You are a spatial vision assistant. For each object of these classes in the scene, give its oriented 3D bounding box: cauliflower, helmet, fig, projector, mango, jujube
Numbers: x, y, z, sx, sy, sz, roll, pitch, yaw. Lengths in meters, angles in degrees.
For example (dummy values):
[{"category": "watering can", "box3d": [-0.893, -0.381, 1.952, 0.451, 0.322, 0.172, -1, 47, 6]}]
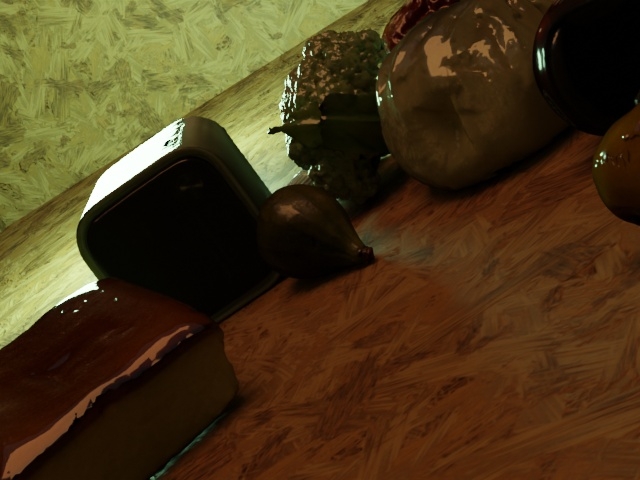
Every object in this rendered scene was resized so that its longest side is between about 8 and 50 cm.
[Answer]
[{"category": "cauliflower", "box3d": [0.071, -0.180, 2.056, 0.239, 0.315, 0.256, 128, 141, -53]}, {"category": "helmet", "box3d": [0.347, -0.221, 1.569, 0.216, 0.189, 0.193, -46, 14, -8]}, {"category": "fig", "box3d": [0.005, -0.004, 1.856, 0.184, 0.133, 0.126, 13, 17, 19]}, {"category": "projector", "box3d": [-0.206, -0.021, 2.054, 0.248, 0.248, 0.249, -34, 15, 6]}, {"category": "mango", "box3d": [0.335, -0.069, 1.191, 0.156, 0.151, 0.248, -4, 5, -13]}, {"category": "jujube", "box3d": [0.212, -0.358, 2.331, 0.250, 0.174, 0.174, -40, 15, -30]}]

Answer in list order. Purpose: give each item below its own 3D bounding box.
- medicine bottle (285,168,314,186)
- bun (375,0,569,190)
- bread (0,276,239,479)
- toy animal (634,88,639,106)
[{"category": "medicine bottle", "box3d": [0.015, -0.109, 2.163, 0.203, 0.083, 0.083, -44, 17, -32]}, {"category": "bun", "box3d": [0.218, -0.233, 1.847, 0.359, 0.211, 0.360, -34, 13, 9]}, {"category": "bread", "box3d": [-0.298, 0.201, 1.684, 0.323, 0.143, 0.333, -40, 27, -22]}, {"category": "toy animal", "box3d": [0.383, -0.132, 1.395, 0.098, 0.098, 0.137, -43, 17, -27]}]
